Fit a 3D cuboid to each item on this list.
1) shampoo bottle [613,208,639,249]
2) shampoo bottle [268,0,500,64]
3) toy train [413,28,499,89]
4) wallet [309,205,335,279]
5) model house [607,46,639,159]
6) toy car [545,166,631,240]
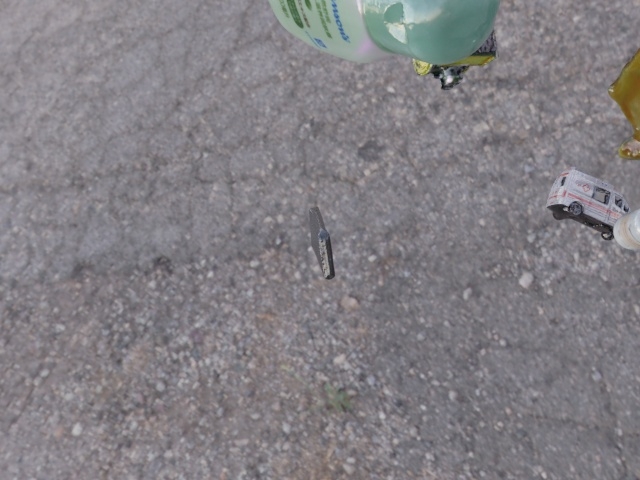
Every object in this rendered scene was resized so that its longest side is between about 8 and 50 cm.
[{"bbox_3d":[0.623,-0.030,1.354,0.074,0.192,0.074,1,81,-5],"label":"shampoo bottle"},{"bbox_3d":[0.076,-0.324,0.932,0.151,0.221,0.349,-33,41,-24],"label":"shampoo bottle"},{"bbox_3d":[0.288,-0.479,1.620,0.177,0.134,0.260,162,100,-68],"label":"toy train"},{"bbox_3d":[0.000,0.000,2.064,0.044,0.149,0.250,-9,24,-4],"label":"wallet"},{"bbox_3d":[0.542,-0.259,1.018,0.268,0.239,0.173,-45,35,-6],"label":"model house"},{"bbox_3d":[0.609,-0.076,1.593,0.089,0.210,0.108,145,147,-79],"label":"toy car"}]
